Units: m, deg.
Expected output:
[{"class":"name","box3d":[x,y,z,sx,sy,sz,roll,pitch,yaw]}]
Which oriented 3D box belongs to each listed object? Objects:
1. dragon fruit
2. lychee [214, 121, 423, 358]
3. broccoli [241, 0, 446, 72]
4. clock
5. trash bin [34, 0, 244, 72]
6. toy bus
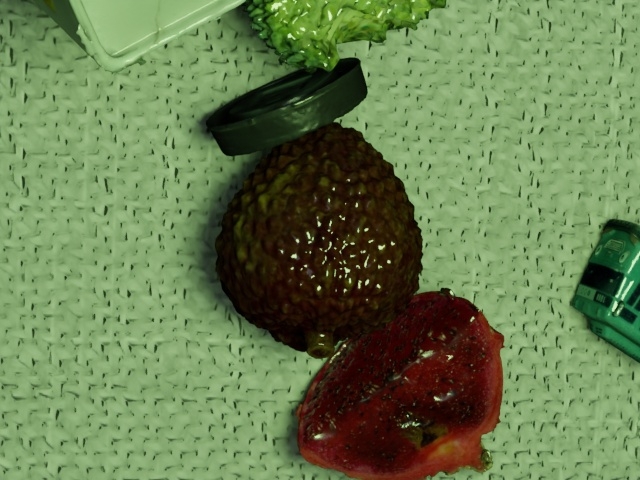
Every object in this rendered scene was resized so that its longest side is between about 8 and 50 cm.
[{"class":"dragon fruit","box3d":[0.114,0.188,1.821,0.262,0.134,0.211,-35,112,8]},{"class":"lychee","box3d":[0.000,0.000,1.726,0.236,0.236,0.271,15,62,-12]},{"class":"broccoli","box3d":[0.062,-0.325,1.634,0.275,0.397,0.353,34,95,-11]},{"class":"clock","box3d":[-0.035,-0.147,1.729,0.184,0.184,0.040,-26,105,-9]},{"class":"trash bin","box3d":[-0.216,-0.362,1.565,0.296,0.367,0.255,-29,136,-12]},{"class":"toy bus","box3d":[0.431,0.092,1.871,0.256,0.128,0.147,32,89,-14]}]
